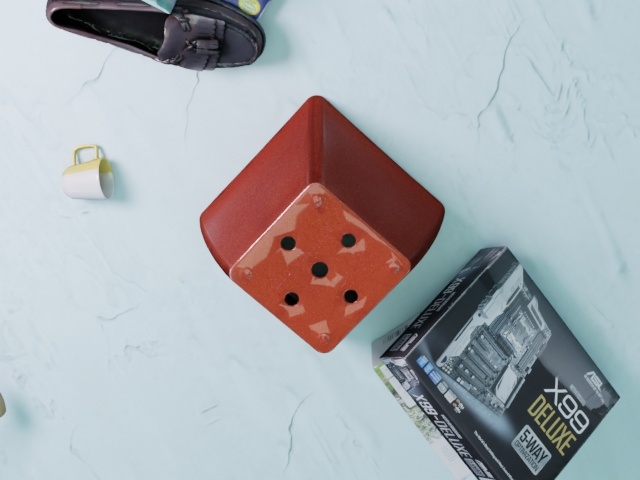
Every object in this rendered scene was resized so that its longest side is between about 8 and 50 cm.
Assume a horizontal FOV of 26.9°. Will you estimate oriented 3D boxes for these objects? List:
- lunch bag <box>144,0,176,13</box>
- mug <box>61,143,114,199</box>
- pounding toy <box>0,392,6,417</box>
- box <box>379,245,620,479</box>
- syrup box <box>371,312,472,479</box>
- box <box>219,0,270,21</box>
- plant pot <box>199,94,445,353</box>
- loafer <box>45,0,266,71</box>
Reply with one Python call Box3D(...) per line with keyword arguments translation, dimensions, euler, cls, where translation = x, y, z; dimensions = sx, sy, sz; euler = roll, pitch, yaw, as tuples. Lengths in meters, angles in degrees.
Box3D(translation=(-0.270, -0.453, 1.729), dimensions=(0.262, 0.160, 0.223), euler=(28, 92, 4), cls="lunch bag")
Box3D(translation=(-0.338, -0.092, 1.942), dimensions=(0.064, 0.078, 0.062), euler=(-7, 142, 13), cls="mug")
Box3D(translation=(-0.619, 0.223, 1.998), dimensions=(0.269, 0.155, 0.154), euler=(-12, 113, 5), cls="pounding toy")
Box3D(translation=(0.266, 0.201, 1.951), dimensions=(0.242, 0.076, 0.307), euler=(-44, 106, -23), cls="box")
Box3D(translation=(0.180, 0.237, 2.019), dimensions=(0.093, 0.096, 0.237), euler=(-34, 106, 12), cls="syrup box")
Box3D(translation=(-0.085, -0.426, 1.822), dimensions=(0.136, 0.036, 0.225), euler=(32, 108, -9), cls="box")
Box3D(translation=(0.000, 0.000, 1.866), dimensions=(0.267, 0.236, 0.267), euler=(41, 105, -12), cls="plant pot")
Box3D(translation=(-0.229, -0.285, 1.834), dimensions=(0.302, 0.095, 0.109), euler=(15, 126, -1), cls="loafer")
